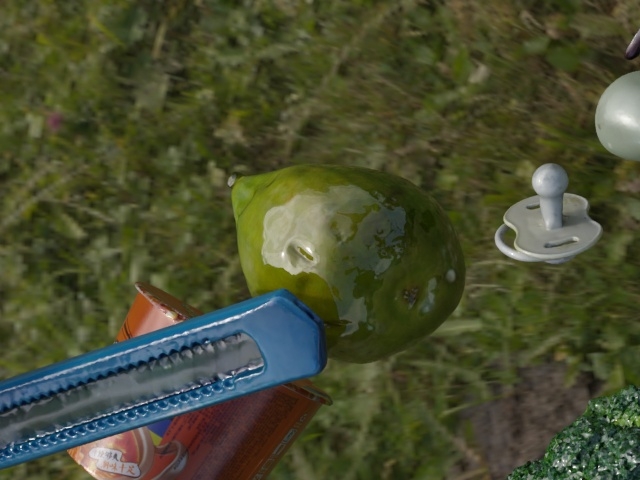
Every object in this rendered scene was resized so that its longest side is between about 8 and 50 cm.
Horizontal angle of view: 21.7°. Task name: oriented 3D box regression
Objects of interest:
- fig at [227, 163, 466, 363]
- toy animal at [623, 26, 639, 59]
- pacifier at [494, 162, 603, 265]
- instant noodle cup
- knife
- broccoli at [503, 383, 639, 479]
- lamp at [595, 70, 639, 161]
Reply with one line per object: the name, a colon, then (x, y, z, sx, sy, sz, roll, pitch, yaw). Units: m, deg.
fig: (0.002, 0.025, 1.911, 0.314, 0.233, 0.233, -2, 87, 39)
toy animal: (0.437, -0.256, 1.732, 0.324, 0.090, 0.195, 30, 103, 57)
pacifier: (0.147, -0.021, 1.096, 0.068, 0.083, 0.064, -9, 119, 0)
instant noodle cup: (-0.140, 0.188, 1.789, 0.250, 0.250, 0.192, 31, 89, 23)
knife: (-0.112, 0.064, 0.621, 0.296, 0.026, 0.044, -20, 97, 39)
broccoli: (0.288, 0.266, 1.449, 0.294, 0.245, 0.265, -22, 60, 19)
lamp: (0.381, -0.126, 1.873, 0.106, 0.106, 0.193, -62, 26, 10)
